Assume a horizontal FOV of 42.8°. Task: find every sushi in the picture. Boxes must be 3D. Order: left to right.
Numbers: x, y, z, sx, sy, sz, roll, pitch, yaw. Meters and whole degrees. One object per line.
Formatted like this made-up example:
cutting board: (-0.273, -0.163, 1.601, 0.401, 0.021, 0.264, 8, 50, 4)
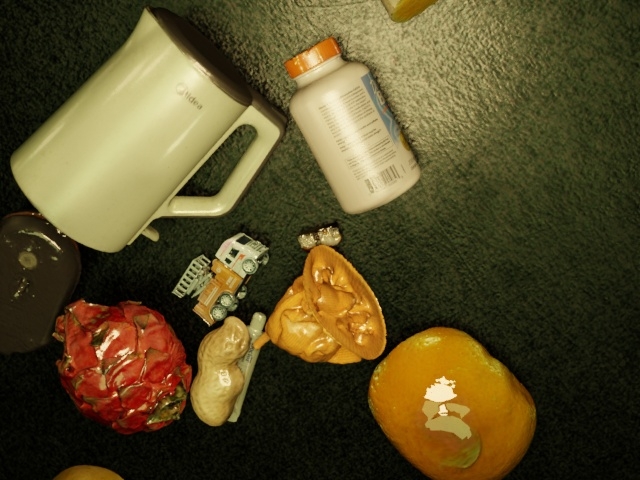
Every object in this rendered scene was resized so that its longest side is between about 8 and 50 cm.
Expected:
sushi: (0.000, 0.000, 1.541, 0.083, 0.044, 0.046, -15, 103, 12)

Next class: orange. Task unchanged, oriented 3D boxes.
orange: (0.256, 0.327, 1.554, 0.262, 0.196, 0.334, -42, 91, 2)

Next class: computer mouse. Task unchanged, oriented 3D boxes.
computer mouse: (-0.568, 0.077, 1.591, 0.183, 0.116, 0.323, 25, 115, -4)

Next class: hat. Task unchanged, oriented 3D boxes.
hat: (-0.042, 0.161, 1.523, 0.233, 0.244, 0.233, -28, 94, 27)

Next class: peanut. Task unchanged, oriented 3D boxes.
peanut: (-0.193, 0.252, 1.588, 0.104, 0.086, 0.227, 17, 107, 21)

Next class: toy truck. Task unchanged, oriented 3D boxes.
toy truck: (-0.187, 0.062, 1.565, 0.115, 0.080, 0.177, 38, 109, 5)

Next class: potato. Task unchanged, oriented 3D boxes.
potato: (-0.506, 0.584, 1.716, 0.203, 0.158, 0.178, 26, 106, 3)

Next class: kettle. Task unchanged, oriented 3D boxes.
kettle: (-0.281, -0.164, 1.444, 0.377, 0.250, 0.361, -44, 118, 13)

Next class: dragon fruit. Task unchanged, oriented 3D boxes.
dragon fruit: (-0.371, 0.229, 1.551, 0.244, 0.244, 0.299, -37, 95, 15)

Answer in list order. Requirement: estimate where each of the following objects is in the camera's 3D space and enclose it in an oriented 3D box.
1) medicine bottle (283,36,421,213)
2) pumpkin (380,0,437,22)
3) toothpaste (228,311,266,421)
medicine bottle: (0.047, -0.202, 1.417, 0.157, 0.157, 0.288, -26, 102, 13)
pumpkin: (0.182, -0.516, 1.244, 0.332, 0.332, 0.199, -38, 87, 15)
toothpaste: (-0.161, 0.253, 1.637, 0.067, 0.037, 0.255, 23, 111, 5)
